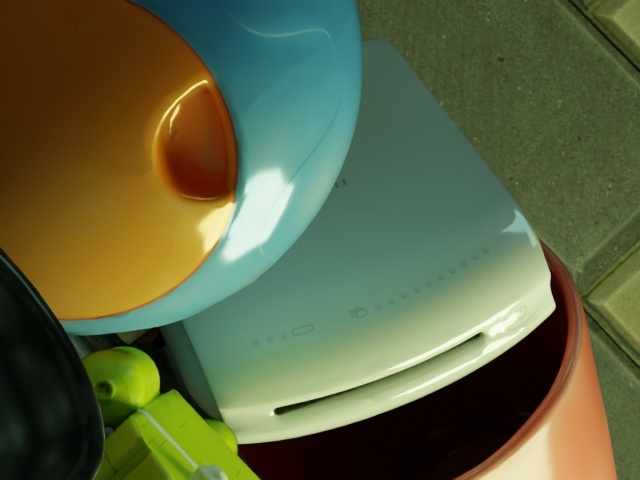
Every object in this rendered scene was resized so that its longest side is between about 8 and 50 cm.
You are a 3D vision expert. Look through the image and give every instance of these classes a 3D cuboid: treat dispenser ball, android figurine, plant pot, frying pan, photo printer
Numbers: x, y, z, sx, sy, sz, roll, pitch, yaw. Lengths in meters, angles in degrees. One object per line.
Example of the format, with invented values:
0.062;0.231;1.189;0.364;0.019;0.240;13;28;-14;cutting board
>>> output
-0.122;-0.094;0.873;0.288;0.288;0.288;47;2;-3;treat dispenser ball
-0.047;0.158;0.892;0.248;0.056;0.273;47;1;3;android figurine
0.096;0.157;1.224;0.275;0.275;0.243;50;-7;50;plant pot
-0.154;0.063;0.600;0.197;0.053;0.326;41;16;-29;frying pan
0.000;0.000;1.145;0.307;0.256;0.107;-120;-168;-49;photo printer

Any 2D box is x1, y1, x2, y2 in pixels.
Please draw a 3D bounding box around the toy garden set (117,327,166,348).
-0.171;0.010;1.220;0.244;0.049;0.204;51;5;-20;toy garden set
